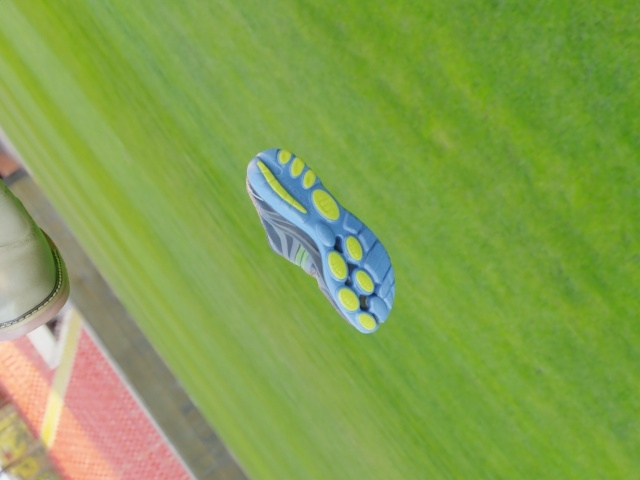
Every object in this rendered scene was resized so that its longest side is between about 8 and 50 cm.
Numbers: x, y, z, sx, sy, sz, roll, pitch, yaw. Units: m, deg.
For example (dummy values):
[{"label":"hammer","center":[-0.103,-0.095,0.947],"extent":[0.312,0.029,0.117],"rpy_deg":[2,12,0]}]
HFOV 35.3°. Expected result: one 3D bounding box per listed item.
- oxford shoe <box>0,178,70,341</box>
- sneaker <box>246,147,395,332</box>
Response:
[{"label":"oxford shoe","center":[-0.399,-0.033,1.076],"extent":[0.397,0.140,0.147],"rpy_deg":[36,153,40]},{"label":"sneaker","center":[0.000,0.000,0.907],"extent":[0.188,0.067,0.078],"rpy_deg":[51,160,1]}]
